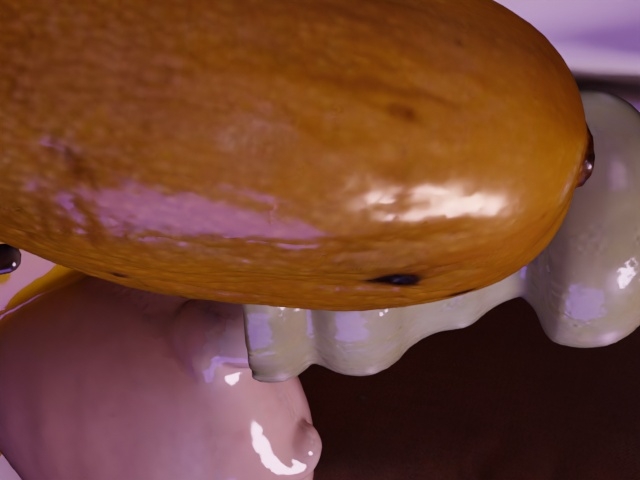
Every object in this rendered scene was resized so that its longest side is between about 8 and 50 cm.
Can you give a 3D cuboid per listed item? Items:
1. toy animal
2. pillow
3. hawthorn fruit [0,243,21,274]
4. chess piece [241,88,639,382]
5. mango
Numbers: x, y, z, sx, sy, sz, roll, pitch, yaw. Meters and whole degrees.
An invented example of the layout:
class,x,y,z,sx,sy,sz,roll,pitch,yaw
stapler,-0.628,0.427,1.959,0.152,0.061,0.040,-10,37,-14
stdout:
class,x,y,z,sx,sy,sz,roll,pitch,yaw
toy animal,-0.118,0.014,0.838,0.345,0.277,0.247,16,-149,25
pillow,0.123,0.072,0.924,0.308,0.305,0.108,6,136,22
hawthorn fruit,-0.241,-0.002,0.539,0.248,0.208,0.208,13,177,-7
chess piece,0.096,-0.009,0.611,0.251,0.144,0.144,-1,177,3
mango,-0.050,-0.038,0.412,0.262,0.109,0.157,7,-179,-2
